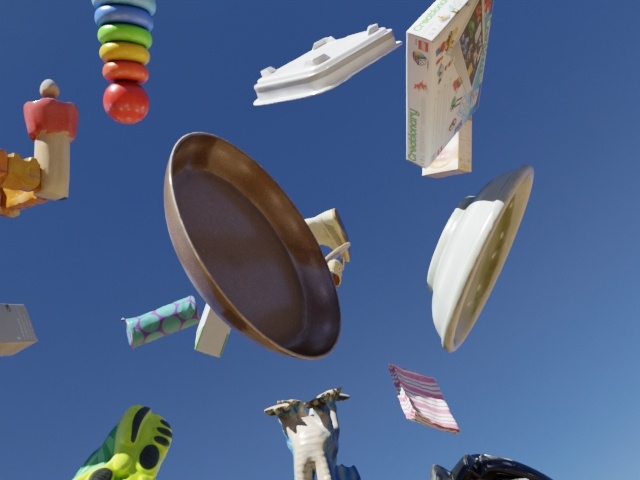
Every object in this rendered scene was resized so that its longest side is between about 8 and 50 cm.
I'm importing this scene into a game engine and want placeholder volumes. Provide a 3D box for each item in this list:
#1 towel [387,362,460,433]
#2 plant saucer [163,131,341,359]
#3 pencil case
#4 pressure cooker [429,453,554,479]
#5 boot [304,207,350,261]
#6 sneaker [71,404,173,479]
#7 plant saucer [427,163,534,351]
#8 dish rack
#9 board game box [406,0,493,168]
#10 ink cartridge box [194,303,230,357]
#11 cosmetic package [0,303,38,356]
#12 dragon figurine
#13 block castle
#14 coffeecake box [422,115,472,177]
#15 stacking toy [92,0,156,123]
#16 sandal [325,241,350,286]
[{"bbox_3d":[0.250,0.378,1.406,0.144,0.197,0.029,23,-68,-20],"label":"towel"},{"bbox_3d":[-0.083,0.011,0.705,0.050,0.310,0.311,-32,-39,19],"label":"plant saucer"},{"bbox_3d":[-0.327,0.167,1.197,0.152,0.070,0.064,-19,-77,-23],"label":"pencil case"},{"bbox_3d":[0.397,0.695,1.280,0.370,0.375,0.420,22,-75,-38],"label":"pressure cooker"},{"bbox_3d":[0.000,0.000,1.800,0.165,0.077,0.213,-14,-46,10],"label":"boot"},{"bbox_3d":[-0.284,0.344,0.774,0.110,0.295,0.123,35,-76,-4],"label":"sneaker"},{"bbox_3d":[0.305,0.024,1.163,0.400,0.101,0.400,-48,-28,-36],"label":"plant saucer"},{"bbox_3d":[0.007,-0.436,1.408,0.333,0.286,0.072,-39,-62,-34],"label":"dish rack"},{"bbox_3d":[0.224,-0.292,1.017,0.193,0.053,0.305,-49,-26,-21],"label":"board game box"},{"bbox_3d":[-0.334,0.263,1.835,0.087,0.208,0.152,19,-90,-11],"label":"ink cartridge box"},{"bbox_3d":[-0.898,0.242,1.551,0.107,0.127,0.238,-28,-12,6],"label":"cosmetic package"},{"bbox_3d":[-0.002,0.257,0.688,0.085,0.143,0.289,-13,-10,4],"label":"dragon figurine"},{"bbox_3d":[-0.658,-0.155,0.959,0.454,0.212,0.303,-12,-14,32],"label":"block castle"},{"bbox_3d":[0.391,-0.297,1.788,0.068,0.185,0.142,6,-7,-37],"label":"coffeecake box"},{"bbox_3d":[-0.401,-0.403,1.175,0.141,0.141,0.329,0,-87,-29],"label":"stacking toy"},{"bbox_3d":[0.013,0.090,1.449,0.240,0.079,0.088,-29,-15,-41],"label":"sandal"}]
